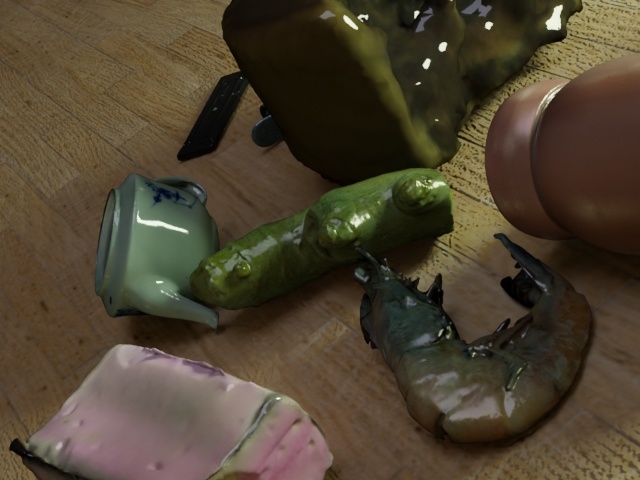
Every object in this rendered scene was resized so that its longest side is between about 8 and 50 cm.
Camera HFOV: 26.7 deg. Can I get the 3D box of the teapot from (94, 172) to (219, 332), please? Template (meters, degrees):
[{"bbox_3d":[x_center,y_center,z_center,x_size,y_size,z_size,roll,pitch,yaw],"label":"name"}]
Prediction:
[{"bbox_3d":[-0.165,0.010,1.471,0.159,0.159,0.232,-24,41,14],"label":"teapot"}]

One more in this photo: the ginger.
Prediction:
[{"bbox_3d":[0.004,-0.003,1.340,0.290,0.089,0.137,-19,15,28],"label":"ginger"}]

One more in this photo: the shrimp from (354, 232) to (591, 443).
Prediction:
[{"bbox_3d":[0.128,0.061,1.156,0.178,0.075,0.289,-25,27,-4],"label":"shrimp"}]

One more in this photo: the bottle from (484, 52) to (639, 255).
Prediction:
[{"bbox_3d":[0.290,-0.071,1.117,0.206,0.173,0.297,-14,7,-44],"label":"bottle"}]

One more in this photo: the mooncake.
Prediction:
[{"bbox_3d":[0.105,-0.247,1.479,0.394,0.246,0.393,-27,30,5],"label":"mooncake"}]

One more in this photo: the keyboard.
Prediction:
[{"bbox_3d":[-0.142,-0.178,1.866,0.061,0.013,0.204,-15,32,28],"label":"keyboard"}]

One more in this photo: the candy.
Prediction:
[{"bbox_3d":[-0.130,0.186,1.159,0.265,0.116,0.155,6,45,50],"label":"candy"}]

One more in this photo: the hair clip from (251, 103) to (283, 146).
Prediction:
[{"bbox_3d":[0.022,-0.178,1.677,0.229,0.039,0.070,-19,29,21],"label":"hair clip"}]
